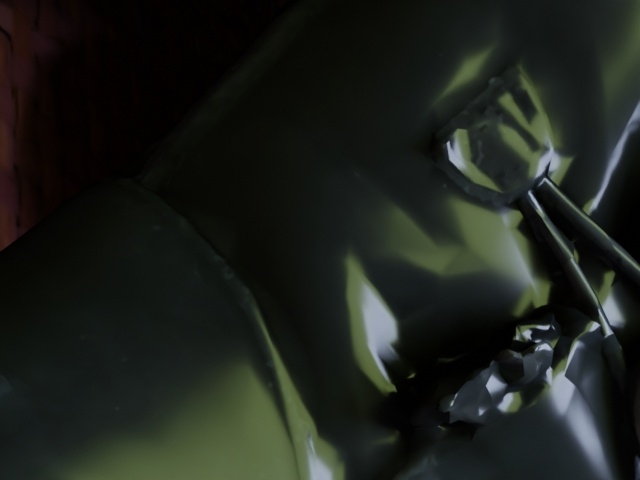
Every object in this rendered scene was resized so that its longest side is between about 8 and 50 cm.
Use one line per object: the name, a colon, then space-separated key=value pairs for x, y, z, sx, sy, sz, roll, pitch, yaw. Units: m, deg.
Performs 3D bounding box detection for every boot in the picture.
boot: x=0.103 y=0.064 z=0.497 sx=0.445 sy=0.146 sz=0.367 roll=-42 pitch=122 yaw=-25
